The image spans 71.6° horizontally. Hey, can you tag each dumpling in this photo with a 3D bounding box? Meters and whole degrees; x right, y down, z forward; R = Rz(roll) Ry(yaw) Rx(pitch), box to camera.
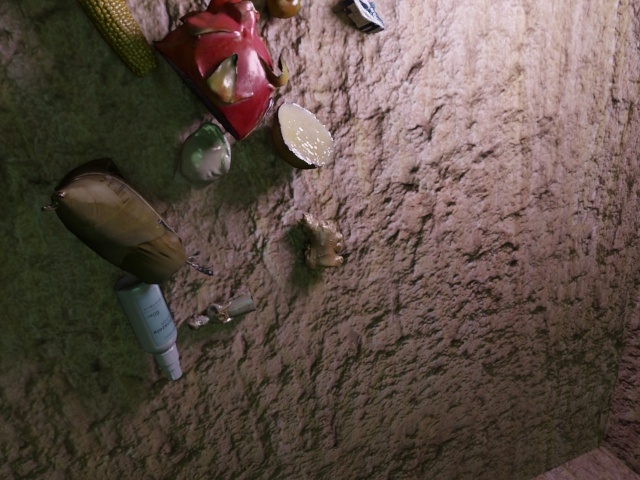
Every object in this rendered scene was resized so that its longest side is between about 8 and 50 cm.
[{"bbox_3d":[-0.310,-0.216,1.185,0.136,0.118,0.199,31,117,-27],"label":"dumpling"}]

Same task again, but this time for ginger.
[{"bbox_3d":[0.005,0.000,1.423,0.137,0.074,0.213,-17,109,-16],"label":"ginger"}]

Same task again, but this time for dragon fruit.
[{"bbox_3d":[-0.212,-0.416,1.048,0.226,0.305,0.305,-45,120,-4],"label":"dragon fruit"}]

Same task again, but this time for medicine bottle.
[{"bbox_3d":[-0.482,0.261,1.294,0.110,0.110,0.352,-20,116,-15],"label":"medicine bottle"}]

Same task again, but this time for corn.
[{"bbox_3d":[-0.473,-0.503,1.015,0.091,0.091,0.260,-17,122,24],"label":"corn"}]

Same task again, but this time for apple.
[{"bbox_3d":[-0.096,-0.618,1.137,0.089,0.074,0.089,-8,110,-21],"label":"apple"}]

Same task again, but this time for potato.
[{"bbox_3d":[-0.070,-0.275,1.260,0.202,0.117,0.182,29,55,-27],"label":"potato"}]

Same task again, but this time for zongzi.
[{"bbox_3d":[-0.434,0.015,1.058,0.181,0.418,0.447,-44,114,-6],"label":"zongzi"}]

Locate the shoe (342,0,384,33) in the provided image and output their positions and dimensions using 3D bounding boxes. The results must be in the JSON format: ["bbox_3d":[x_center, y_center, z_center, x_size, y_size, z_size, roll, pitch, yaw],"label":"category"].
[{"bbox_3d":[0.127,-0.637,1.236,0.143,0.064,0.071,30,78,-34],"label":"shoe"}]

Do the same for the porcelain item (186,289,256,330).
[{"bbox_3d":[-0.311,0.226,1.386,0.213,0.054,0.084,-21,115,-13],"label":"porcelain item"}]
